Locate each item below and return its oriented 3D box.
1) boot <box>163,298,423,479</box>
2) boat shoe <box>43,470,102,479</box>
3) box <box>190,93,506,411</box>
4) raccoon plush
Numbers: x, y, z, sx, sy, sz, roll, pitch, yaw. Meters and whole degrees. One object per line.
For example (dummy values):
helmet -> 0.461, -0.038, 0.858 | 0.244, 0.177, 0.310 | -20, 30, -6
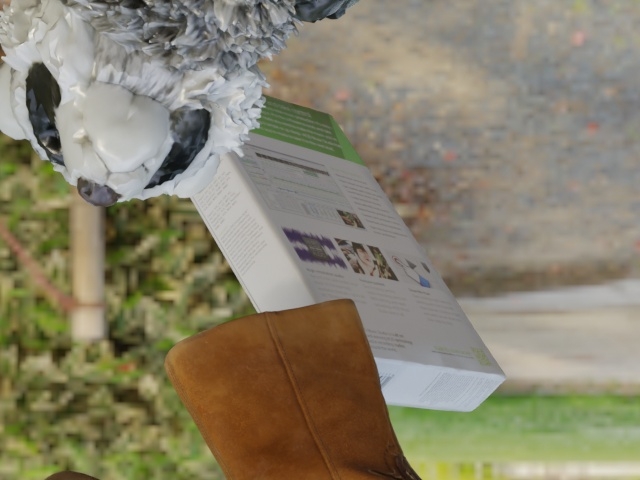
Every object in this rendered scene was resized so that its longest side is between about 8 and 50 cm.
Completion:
boot -> 0.057, 0.154, 1.219 | 0.264, 0.280, 0.096 | -14, 137, -13
boat shoe -> -0.108, 0.274, 1.203 | 0.089, 0.285, 0.104 | -29, -163, 39
box -> 0.000, 0.000, 1.531 | 0.058, 0.322, 0.232 | -44, 148, 23
raccoon plush -> -0.044, -0.216, 1.130 | 0.216, 0.446, 0.299 | 36, 150, 0
